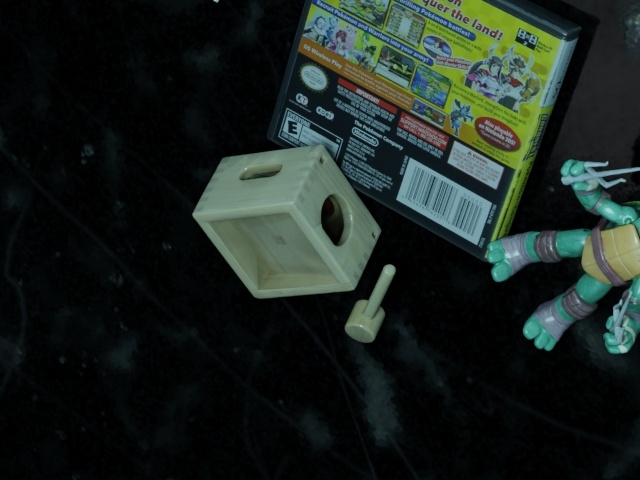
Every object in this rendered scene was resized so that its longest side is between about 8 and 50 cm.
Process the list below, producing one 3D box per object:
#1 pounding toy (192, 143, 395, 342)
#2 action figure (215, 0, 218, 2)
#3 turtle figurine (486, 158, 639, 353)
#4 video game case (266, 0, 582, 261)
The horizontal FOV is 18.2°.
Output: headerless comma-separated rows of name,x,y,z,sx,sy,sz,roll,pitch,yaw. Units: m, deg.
pounding toy,0.010,0.003,1.991,0.181,0.094,0.206,-6,134,36
action figure,-0.047,-0.381,1.760,0.370,0.248,0.275,-21,103,16
turtle figurine,0.260,0.016,1.808,0.234,0.118,0.175,-28,75,52
video game case,0.093,-0.149,1.918,0.275,0.035,0.248,30,120,24
